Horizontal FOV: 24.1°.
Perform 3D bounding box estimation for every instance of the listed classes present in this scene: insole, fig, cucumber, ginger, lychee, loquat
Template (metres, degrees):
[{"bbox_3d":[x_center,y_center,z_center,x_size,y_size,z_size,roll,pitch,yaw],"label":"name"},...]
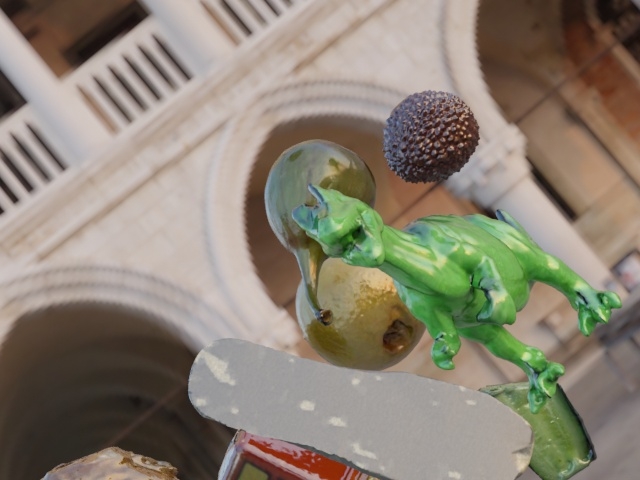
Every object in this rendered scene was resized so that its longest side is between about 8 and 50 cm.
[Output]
[{"bbox_3d":[0.027,0.124,1.055,0.011,0.247,0.081,93,-168,-69],"label":"insole"},{"bbox_3d":[0.000,0.000,1.621,0.124,0.124,0.236,-45,36,46],"label":"fig"},{"bbox_3d":[0.328,0.275,2.264,0.115,0.193,0.086,-36,3,-4],"label":"cucumber"},{"bbox_3d":[-0.305,0.396,2.196,0.321,0.172,0.165,-2,14,-20],"label":"ginger"},{"bbox_3d":[0.139,-0.130,1.937,0.129,0.123,0.123,-58,-1,-14],"label":"lychee"},{"bbox_3d":[0.061,0.102,2.285,0.213,0.213,0.213,-40,-5,-4],"label":"loquat"}]

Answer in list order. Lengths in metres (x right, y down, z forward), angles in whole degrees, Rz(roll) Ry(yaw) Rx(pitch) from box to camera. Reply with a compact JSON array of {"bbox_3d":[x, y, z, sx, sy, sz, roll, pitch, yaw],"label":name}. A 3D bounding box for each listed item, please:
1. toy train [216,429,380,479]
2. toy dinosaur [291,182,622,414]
[{"bbox_3d":[0.000,0.296,1.455,0.163,0.231,0.369,-50,-15,-57],"label":"toy train"},{"bbox_3d":[0.109,0.000,1.569,0.144,0.374,0.500,-56,18,13],"label":"toy dinosaur"}]
